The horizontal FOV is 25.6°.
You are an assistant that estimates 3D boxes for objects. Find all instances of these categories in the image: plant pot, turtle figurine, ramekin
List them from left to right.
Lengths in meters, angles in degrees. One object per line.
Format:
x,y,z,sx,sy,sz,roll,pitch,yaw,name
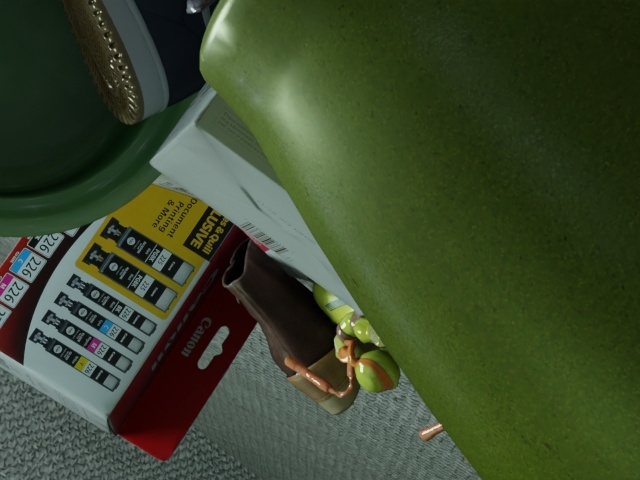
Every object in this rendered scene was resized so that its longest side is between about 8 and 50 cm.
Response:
-0.255,-0.156,1.148,0.303,0.303,0.148,37,170,-16,ramekin
0.085,0.060,1.254,0.269,0.217,0.087,3,136,55,turtle figurine
0.142,-0.052,0.694,0.353,0.366,0.366,44,164,3,plant pot

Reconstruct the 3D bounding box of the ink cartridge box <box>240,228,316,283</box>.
0.000,0.000,1.521,0.150,0.063,0.109,15,156,48,ink cartridge box

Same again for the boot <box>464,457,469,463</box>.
0.239,0.146,1.325,0.211,0.104,0.295,-6,169,-2,boot

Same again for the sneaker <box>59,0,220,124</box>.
-0.128,-0.243,1.036,0.099,0.153,0.282,10,122,61,sneaker

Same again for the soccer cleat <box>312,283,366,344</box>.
0.114,0.074,1.519,0.289,0.093,0.121,25,142,31,soccer cleat

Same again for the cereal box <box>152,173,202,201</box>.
-0.029,-0.064,1.238,0.240,0.047,0.173,-4,164,40,cereal box

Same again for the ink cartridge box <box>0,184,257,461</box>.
-0.214,0.057,1.647,0.272,0.309,0.130,30,164,6,ink cartridge box

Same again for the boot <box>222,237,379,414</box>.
-0.017,0.073,1.650,0.207,0.090,0.248,52,-161,-12,boot

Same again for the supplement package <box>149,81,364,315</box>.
0.028,-0.088,0.966,0.194,0.203,0.149,37,164,-11,supplement package

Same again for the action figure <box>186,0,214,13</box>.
-0.138,-0.284,0.872,0.285,0.099,0.185,53,167,-26,action figure
